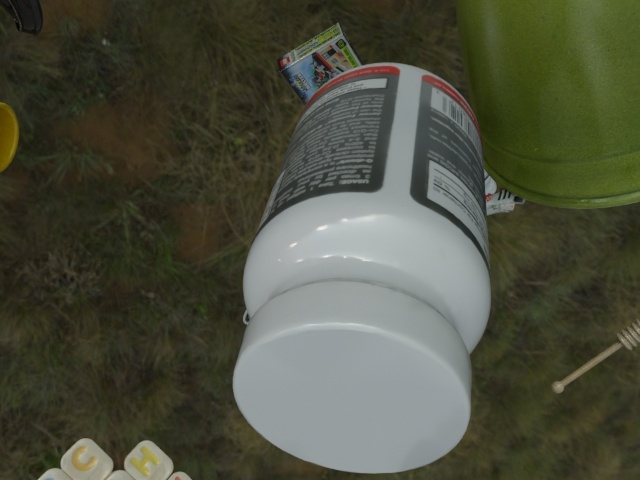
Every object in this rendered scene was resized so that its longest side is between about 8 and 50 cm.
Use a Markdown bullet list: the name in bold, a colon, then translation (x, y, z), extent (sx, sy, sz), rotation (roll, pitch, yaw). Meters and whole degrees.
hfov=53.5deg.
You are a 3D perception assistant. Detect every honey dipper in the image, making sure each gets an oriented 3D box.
- **honey dipper**: translation (0.398, 0.172, 0.912), extent (0.030, 0.030, 0.160), rotation (25, 119, -41)

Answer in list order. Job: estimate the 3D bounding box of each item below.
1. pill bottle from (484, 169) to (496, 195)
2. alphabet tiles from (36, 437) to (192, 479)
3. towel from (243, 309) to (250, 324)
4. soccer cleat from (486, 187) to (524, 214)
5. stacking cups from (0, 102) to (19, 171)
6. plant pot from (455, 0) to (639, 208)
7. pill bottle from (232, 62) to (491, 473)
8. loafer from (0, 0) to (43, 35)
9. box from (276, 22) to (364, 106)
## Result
- **pill bottle**: translation (0.338, -0.174, 1.476), extent (0.108, 0.108, 0.180), rotation (-37, 127, 4)
- **alphabet tiles**: translation (-0.302, 0.436, 0.908), extent (0.284, 0.278, 0.021), rotation (-46, -175, -35)
- **towel**: translation (0.000, 0.000, 1.226), extent (0.332, 0.053, 0.317), rotation (-57, 172, 24)
- **soccer cleat**: translation (0.241, -0.049, 0.858), extent (0.083, 0.035, 0.029), rotation (-25, 138, -30)
- **stacking cups**: translation (-0.568, -0.163, 0.837), extent (0.316, 0.096, 0.096), rotation (12, 128, 5)
- **plant pot**: translation (0.313, -0.289, 0.755), extent (0.366, 0.366, 0.353), rotation (-35, 131, 3)
- **pill bottle**: translation (0.047, 0.004, 0.585), extent (0.210, 0.363, 0.210), rotation (6, 130, 7)
- **loafer**: translation (-0.464, -0.386, 0.902), extent (0.078, 0.080, 0.220), rotation (-25, 148, -16)
- **box**: translation (0.031, -0.239, 1.032), extent (0.114, 0.036, 0.207), rotation (-27, 137, 15)
